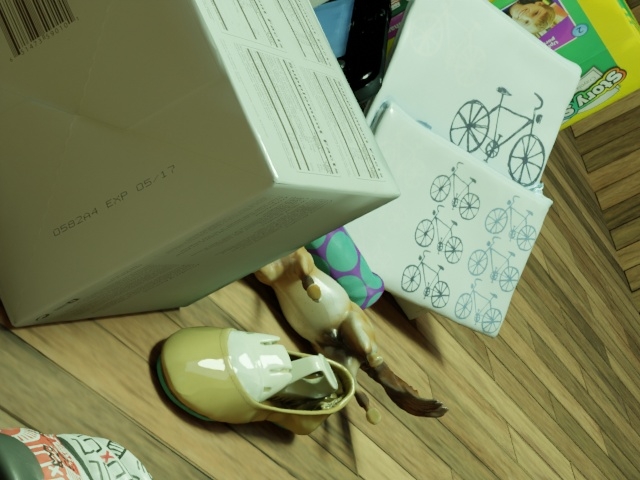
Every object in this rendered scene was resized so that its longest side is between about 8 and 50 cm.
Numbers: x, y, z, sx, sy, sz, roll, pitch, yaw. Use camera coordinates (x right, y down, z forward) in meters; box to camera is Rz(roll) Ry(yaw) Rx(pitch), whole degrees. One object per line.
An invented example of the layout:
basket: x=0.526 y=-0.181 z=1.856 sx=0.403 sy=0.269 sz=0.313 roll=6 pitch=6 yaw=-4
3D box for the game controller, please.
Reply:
game controller: x=-0.013 y=-0.193 z=1.508 sx=0.319 sy=0.166 sz=0.067 roll=-80 pitch=162 yaw=-62

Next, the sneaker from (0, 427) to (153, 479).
sneaker: x=-0.107 y=0.221 z=0.769 sx=0.145 sy=0.090 sz=0.270 roll=12 pitch=51 yaw=-65

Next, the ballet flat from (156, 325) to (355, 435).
ballet flat: x=-0.042 y=0.100 z=1.155 sx=0.232 sy=0.073 sz=0.080 roll=24 pitch=44 yaw=-63

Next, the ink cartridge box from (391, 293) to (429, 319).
ink cartridge box: x=0.081 y=-0.013 z=1.693 sx=0.180 sy=0.060 sz=0.104 roll=54 pitch=20 yaw=-28

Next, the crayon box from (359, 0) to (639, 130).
crayon box: x=0.174 y=-0.221 z=1.753 sx=0.313 sy=0.363 sz=0.106 roll=43 pitch=25 yaw=-48

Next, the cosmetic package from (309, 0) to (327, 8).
cosmetic package: x=-0.060 y=-0.301 z=1.498 sx=0.151 sy=0.183 sz=0.151 roll=58 pitch=18 yaw=-18

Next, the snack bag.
snack bag: x=0.156 y=-0.091 z=1.615 sx=0.323 sy=0.037 sz=0.343 roll=27 pitch=83 yaw=-45

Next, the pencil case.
pencil case: x=0.000 y=0.000 z=1.437 sx=0.152 sy=0.064 sz=0.070 roll=57 pitch=32 yaw=-20

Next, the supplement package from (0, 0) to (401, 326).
supplement package: x=-0.104 y=-0.076 z=1.020 sx=0.198 sy=0.199 sz=0.262 roll=65 pitch=17 yaw=8

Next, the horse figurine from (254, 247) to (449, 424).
horse figurine: x=0.003 y=0.063 z=1.328 sx=0.263 sy=0.066 sz=0.174 roll=50 pitch=3 yaw=-15
